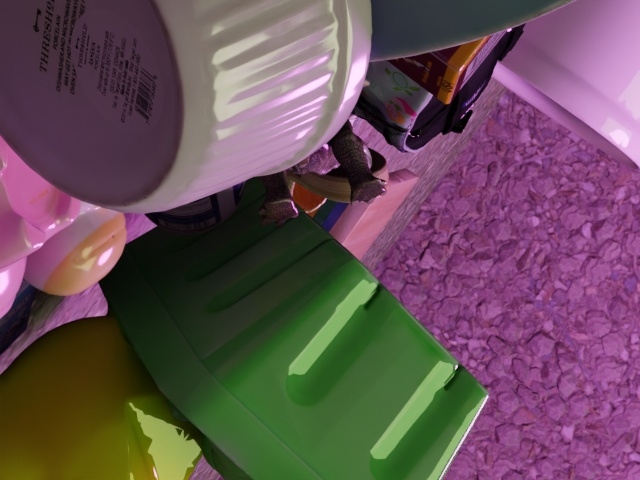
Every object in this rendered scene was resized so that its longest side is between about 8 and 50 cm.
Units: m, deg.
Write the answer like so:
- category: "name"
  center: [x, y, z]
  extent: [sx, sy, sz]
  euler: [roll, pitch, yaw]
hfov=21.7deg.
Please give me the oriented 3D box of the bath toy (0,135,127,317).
- category: "bath toy"
  center: [-0.192, -0.018, 0.917]
  extent: [0.348, 0.129, 0.151]
  euler: [-42, 123, -62]

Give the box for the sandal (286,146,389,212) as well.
- category: "sandal"
  center: [-0.013, -0.056, 1.451]
  extent: [0.088, 0.240, 0.079]
  euler: [-17, 116, -22]

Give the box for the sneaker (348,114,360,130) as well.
- category: "sneaker"
  center: [0.030, -0.164, 1.812]
  extent: [0.166, 0.065, 0.076]
  euler: [-56, -172, 48]

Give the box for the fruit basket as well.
- category: "fruit basket"
  center: [-0.102, 0.140, 1.323]
  extent: [0.392, 0.283, 0.392]
  euler: [-36, -156, 19]

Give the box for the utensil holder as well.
- category: "utensil holder"
  center: [0.378, -0.337, 2.089]
  extent: [0.385, 0.327, 0.327]
  euler: [-56, 172, 4]

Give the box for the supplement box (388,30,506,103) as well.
- category: "supplement box"
  center: [0.054, -0.204, 1.232]
  extent: [0.104, 0.188, 0.081]
  euler: [-51, 173, -12]

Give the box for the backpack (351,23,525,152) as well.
- category: "backpack"
  center: [0.087, -0.207, 1.403]
  extent: [0.225, 0.191, 0.253]
  euler: [-56, 180, -6]

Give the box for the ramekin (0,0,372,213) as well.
- category: "ramekin"
  center: [-0.088, -0.112, 0.798]
  extent: [0.109, 0.207, 0.207]
  euler: [-34, 162, -41]

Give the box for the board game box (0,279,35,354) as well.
- category: "board game box"
  center: [-0.257, 0.073, 1.279]
  extent: [0.090, 0.020, 0.090]
  euler: [-48, 171, -32]

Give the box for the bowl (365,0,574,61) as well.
- category: "bowl"
  center: [0.055, -0.248, 0.852]
  extent: [0.311, 0.311, 0.163]
  euler: [-48, 128, -28]

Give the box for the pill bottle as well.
- category: "pill bottle"
  center: [-0.105, -0.068, 1.262]
  extent: [0.094, 0.094, 0.169]
  euler: [-51, 172, -11]

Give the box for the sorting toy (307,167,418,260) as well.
- category: "sorting toy"
  center: [0.000, 0.000, 2.207]
  extent: [0.255, 0.089, 0.257]
  euler: [-54, 172, 13]

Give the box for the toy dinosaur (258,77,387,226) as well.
- category: "toy dinosaur"
  center: [-0.020, -0.118, 1.208]
  extent: [0.121, 0.160, 0.313]
  euler: [-21, 145, -6]
